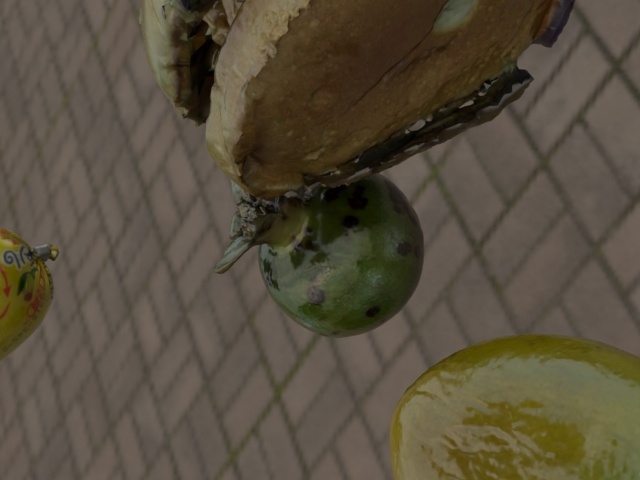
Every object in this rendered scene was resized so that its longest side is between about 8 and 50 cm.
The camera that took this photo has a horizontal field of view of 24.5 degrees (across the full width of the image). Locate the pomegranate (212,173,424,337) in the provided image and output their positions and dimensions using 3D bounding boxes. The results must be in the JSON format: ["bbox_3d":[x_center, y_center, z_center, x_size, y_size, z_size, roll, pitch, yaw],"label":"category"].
[{"bbox_3d":[-0.002,0.002,1.188,0.148,0.169,0.148,-53,24,37],"label":"pomegranate"}]

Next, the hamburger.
[{"bbox_3d":[0.034,-0.191,1.068,0.195,0.318,0.277,59,161,31],"label":"hamburger"}]

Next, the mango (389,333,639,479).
[{"bbox_3d":[0.129,0.115,0.742,0.237,0.091,0.137,-7,86,46],"label":"mango"}]

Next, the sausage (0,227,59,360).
[{"bbox_3d":[-0.383,0.104,1.326,0.347,0.123,0.123,-37,41,0],"label":"sausage"}]
